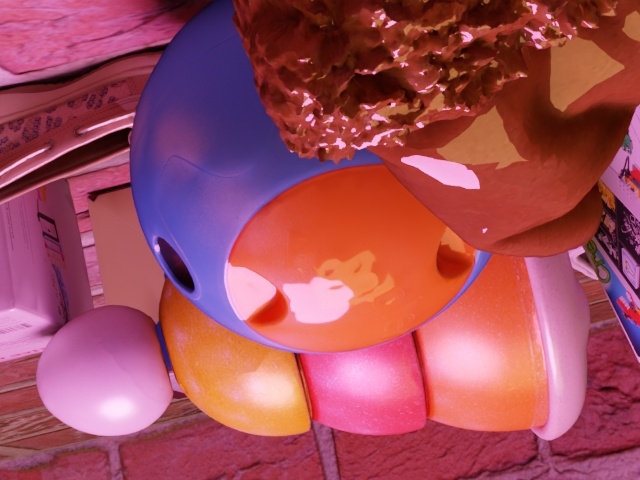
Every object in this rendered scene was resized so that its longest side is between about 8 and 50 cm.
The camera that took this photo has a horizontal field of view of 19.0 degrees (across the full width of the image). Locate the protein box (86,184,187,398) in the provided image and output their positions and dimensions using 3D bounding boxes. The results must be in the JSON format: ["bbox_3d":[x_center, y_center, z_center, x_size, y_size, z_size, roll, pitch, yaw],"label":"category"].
[{"bbox_3d":[-0.133,0.049,1.999,0.136,0.199,0.201,-13,168,10],"label":"protein box"}]

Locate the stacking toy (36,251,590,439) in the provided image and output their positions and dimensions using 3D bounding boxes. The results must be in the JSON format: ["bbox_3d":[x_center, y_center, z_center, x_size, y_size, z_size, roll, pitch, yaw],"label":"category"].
[{"bbox_3d":[-0.024,0.059,1.730,0.480,0.350,0.350,-14,168,-4],"label":"stacking toy"}]

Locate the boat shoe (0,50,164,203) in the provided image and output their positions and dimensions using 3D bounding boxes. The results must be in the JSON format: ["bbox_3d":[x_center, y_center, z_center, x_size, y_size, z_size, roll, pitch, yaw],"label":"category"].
[{"bbox_3d":[-0.179,-0.090,1.583,0.285,0.089,0.104,-13,167,7],"label":"boat shoe"}]

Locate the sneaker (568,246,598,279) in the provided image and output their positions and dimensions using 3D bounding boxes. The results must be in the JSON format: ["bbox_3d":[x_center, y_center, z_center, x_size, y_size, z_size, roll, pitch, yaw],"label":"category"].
[{"bbox_3d":[0.334,-0.029,2.159,0.108,0.169,0.292,-21,166,32],"label":"sneaker"}]

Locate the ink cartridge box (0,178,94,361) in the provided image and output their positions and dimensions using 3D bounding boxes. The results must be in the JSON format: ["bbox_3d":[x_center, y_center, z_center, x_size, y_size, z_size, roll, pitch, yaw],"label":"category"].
[{"bbox_3d":[-0.328,0.017,1.744,0.171,0.168,0.233,-13,168,8],"label":"ink cartridge box"}]

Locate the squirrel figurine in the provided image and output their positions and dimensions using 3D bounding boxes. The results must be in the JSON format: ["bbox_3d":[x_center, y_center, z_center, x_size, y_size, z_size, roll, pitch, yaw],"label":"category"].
[{"bbox_3d":[0.157,-0.182,1.058,0.370,0.281,0.397,-28,167,31],"label":"squirrel figurine"}]

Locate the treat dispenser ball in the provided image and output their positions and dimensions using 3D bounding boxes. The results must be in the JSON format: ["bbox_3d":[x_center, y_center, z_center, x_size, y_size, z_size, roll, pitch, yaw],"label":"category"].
[{"bbox_3d":[0.002,-0.059,1.425,0.288,0.288,0.288,-11,168,-2],"label":"treat dispenser ball"}]

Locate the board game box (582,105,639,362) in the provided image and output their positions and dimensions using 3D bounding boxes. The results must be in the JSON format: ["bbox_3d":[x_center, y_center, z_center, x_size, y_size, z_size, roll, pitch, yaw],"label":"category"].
[{"bbox_3d":[0.284,-0.057,1.657,0.053,0.305,0.193,-24,177,-34],"label":"board game box"}]
